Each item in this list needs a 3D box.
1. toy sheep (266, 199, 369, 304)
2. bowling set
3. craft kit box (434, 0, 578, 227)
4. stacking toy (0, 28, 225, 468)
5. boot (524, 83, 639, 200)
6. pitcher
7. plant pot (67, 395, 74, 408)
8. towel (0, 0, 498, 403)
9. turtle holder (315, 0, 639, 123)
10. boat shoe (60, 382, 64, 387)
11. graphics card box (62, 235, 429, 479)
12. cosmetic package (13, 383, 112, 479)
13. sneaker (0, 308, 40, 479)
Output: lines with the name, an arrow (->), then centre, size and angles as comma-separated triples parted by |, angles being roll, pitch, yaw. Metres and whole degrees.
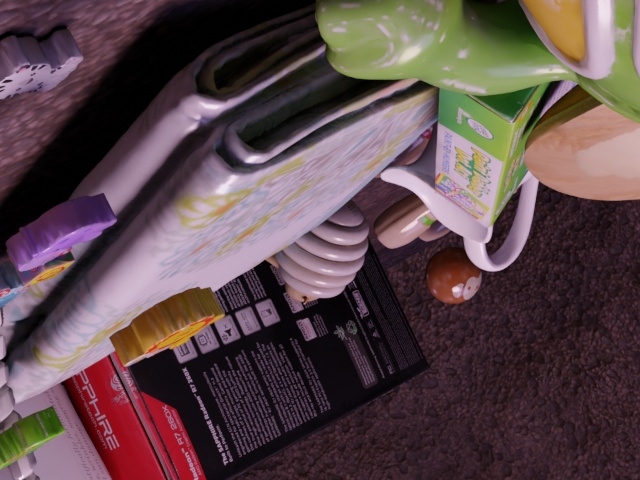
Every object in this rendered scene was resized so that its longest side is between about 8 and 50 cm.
toy sheep -> 0.000, 0.000, 1.176 | 0.091, 0.091, 0.132 | -22, 141, -47
bowling set -> 0.132, -0.058, 1.254 | 0.154, 0.200, 0.287 | -35, 175, 24
craft kit box -> 0.165, -0.145, 0.863 | 0.247, 0.061, 0.250 | -56, 170, -9
stacking toy -> -0.161, 0.015, 0.698 | 0.221, 0.167, 0.052 | -35, 171, 40
boot -> 0.251, -0.156, 0.775 | 0.295, 0.211, 0.104 | -23, 136, 34
pitcher -> 0.161, -0.089, 1.108 | 0.207, 0.125, 0.178 | -56, 140, -12
plant pot -> -0.363, 0.272, 1.446 | 0.229, 0.263, 0.263 | -53, 162, 28
towel -> -0.059, -0.044, 0.933 | 0.320, 0.090, 0.374 | -29, 171, -43
turtle holder -> 0.169, -0.176, 0.604 | 0.320, 0.243, 0.227 | 7, 169, 33
boat shoe -> -0.233, 0.115, 1.424 | 0.073, 0.080, 0.223 | -30, 179, -41
graphics card box -> -0.073, 0.082, 1.215 | 0.094, 0.233, 0.371 | -30, 175, 40
cosmetic package -> -0.380, 0.221, 1.064 | 0.385, 0.217, 0.156 | -29, 172, 14
sneaker -> -0.267, 0.119, 0.866 | 0.132, 0.229, 0.086 | -14, -175, -36
